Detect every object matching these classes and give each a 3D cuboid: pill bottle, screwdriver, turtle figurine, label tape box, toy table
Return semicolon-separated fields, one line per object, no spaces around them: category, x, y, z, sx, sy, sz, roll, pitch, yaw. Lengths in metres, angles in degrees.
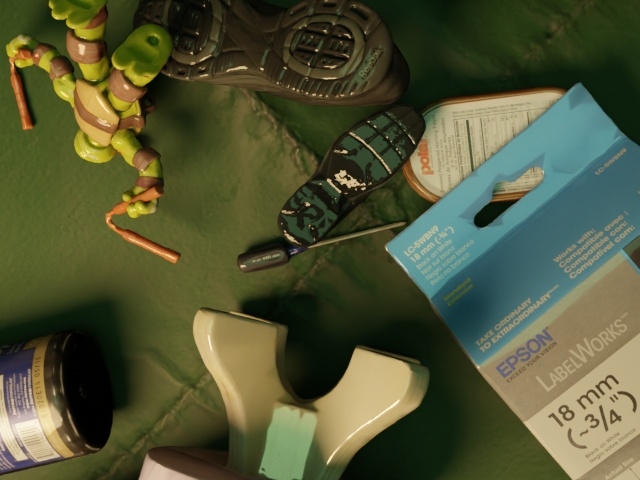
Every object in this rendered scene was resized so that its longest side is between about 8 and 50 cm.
pill bottle;-0.325;0.169;0.907;0.219;0.123;0.123;-14;93;6
screwdriver;0.000;0.000;0.916;0.170;0.024;0.025;-18;63;1
turtle figurine;-0.188;-0.121;0.855;0.087;0.217;0.269;-33;78;-30
label tape box;0.254;0.064;0.828;0.240;0.106;0.333;-41;97;7
toy table;-0.019;0.161;0.832;0.252;0.274;0.161;12;84;38

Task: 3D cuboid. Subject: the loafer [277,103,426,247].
loafer;0.029;-0.064;0.878;0.170;0.061;0.062;-40;89;12

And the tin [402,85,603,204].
tin;0.169;-0.089;0.882;0.190;0.040;0.106;-7;89;6

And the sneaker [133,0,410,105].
sneaker;-0.049;-0.172;0.864;0.286;0.130;0.109;22;92;26
